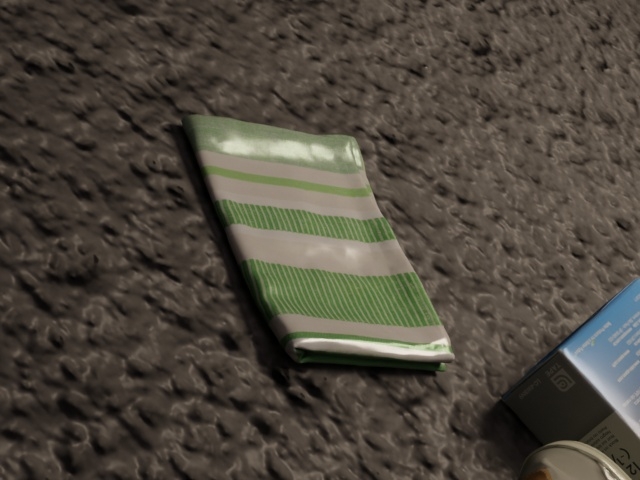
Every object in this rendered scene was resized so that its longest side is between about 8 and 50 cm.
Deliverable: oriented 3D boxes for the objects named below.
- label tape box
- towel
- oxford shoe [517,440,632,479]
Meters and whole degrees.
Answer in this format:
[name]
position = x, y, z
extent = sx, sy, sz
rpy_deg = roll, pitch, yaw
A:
[label tape box]
position = 0.402, 0.237, 1.893
extent = 0.348, 0.115, 0.249
rpy_deg = 50, 36, 7
[towel]
position = 0.000, 0.000, 1.823
extent = 0.247, 0.038, 0.325
rpy_deg = 6, 49, -39
[oxford shoe]
position = 0.345, 0.386, 1.634
extent = 0.449, 0.169, 0.130
rpy_deg = 46, 31, 18
